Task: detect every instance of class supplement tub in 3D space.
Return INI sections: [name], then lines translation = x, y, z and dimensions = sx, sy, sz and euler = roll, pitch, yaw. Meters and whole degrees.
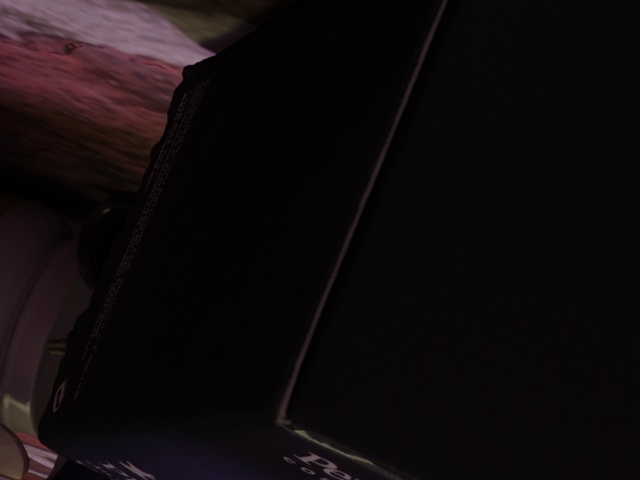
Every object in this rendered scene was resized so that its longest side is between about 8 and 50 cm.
[supplement tub]
translation = -0.235, 0.029, 1.182
dimensions = 0.200, 0.144, 0.144
euler = 19, 166, 11

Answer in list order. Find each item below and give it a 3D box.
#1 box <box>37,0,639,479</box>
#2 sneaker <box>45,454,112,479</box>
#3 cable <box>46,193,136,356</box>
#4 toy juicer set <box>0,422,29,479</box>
[box]
translation = 0.092, 0.048, 0.678
dimensions = 0.296, 0.182, 0.294
euler = 26, 165, -15
[sneaker]
translation = -0.051, 0.102, 1.222
dimensions = 0.130, 0.236, 0.323
euler = 52, -156, -12
[cable]
translation = -0.046, 0.048, 1.030
dimensions = 0.287, 0.139, 0.072
euler = 1, 170, 43
[toy juicer set]
translation = -0.301, 0.016, 1.032
dimensions = 0.209, 0.089, 0.329
euler = 5, 132, 25
